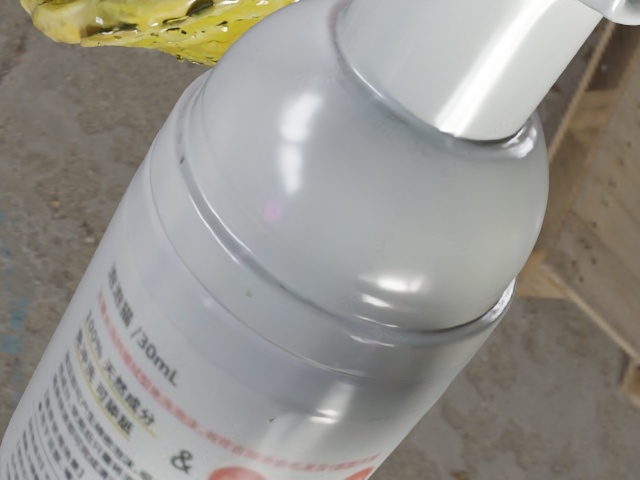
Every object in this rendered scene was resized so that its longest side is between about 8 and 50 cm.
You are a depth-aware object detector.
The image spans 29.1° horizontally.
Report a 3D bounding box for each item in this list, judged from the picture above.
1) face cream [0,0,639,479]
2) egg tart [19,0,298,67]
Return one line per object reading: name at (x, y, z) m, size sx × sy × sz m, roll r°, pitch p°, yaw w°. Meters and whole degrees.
face cream at (0.000, 0.000, 0.463) m, size 0.145 × 0.370 × 0.145 m, roll 21°, pitch 39°, yaw -18°
egg tart at (-0.036, -0.222, 0.808) m, size 0.345 × 0.345 × 0.132 m, roll -55°, pitch 129°, yaw -24°
